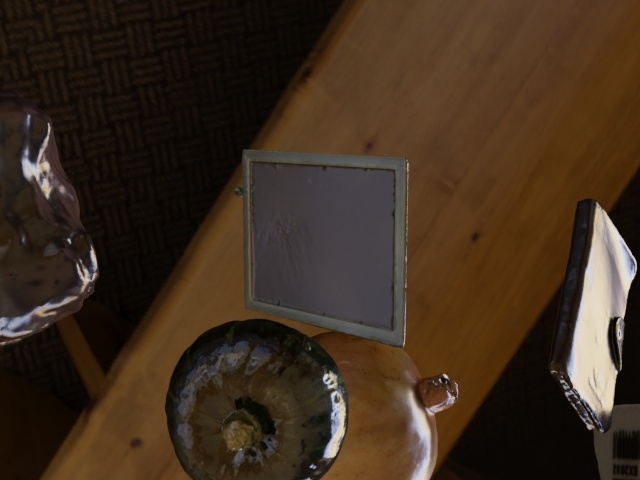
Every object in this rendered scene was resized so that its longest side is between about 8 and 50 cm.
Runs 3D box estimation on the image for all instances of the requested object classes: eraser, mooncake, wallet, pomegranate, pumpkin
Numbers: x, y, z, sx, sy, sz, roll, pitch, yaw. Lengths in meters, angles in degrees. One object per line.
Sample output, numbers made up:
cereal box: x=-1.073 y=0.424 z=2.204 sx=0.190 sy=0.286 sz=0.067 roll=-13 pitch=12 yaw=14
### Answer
eraser: x=0.621 y=0.390 z=1.485 sx=0.150 sy=0.331 sz=0.331 roll=11 pitch=104 yaw=-11
mooncake: x=-0.486 y=-0.041 z=1.329 sx=0.212 sy=0.350 sz=0.381 roll=-18 pitch=101 yaw=-28
wallet: x=0.445 y=0.121 z=1.402 sx=0.197 sy=0.051 sz=0.378 roll=51 pitch=45 yaw=-29
pomegranate: x=0.050 y=0.238 z=1.138 sx=0.270 sy=0.252 sz=0.229 roll=-15 pitch=115 yaw=17
pumpkin: x=-0.057 y=0.151 z=0.769 sx=0.167 sy=0.167 sz=0.125 roll=-52 pitch=154 yaw=1

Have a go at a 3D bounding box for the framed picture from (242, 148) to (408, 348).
framed picture: x=0.000 y=0.000 z=1.029 sx=0.017 sy=0.274 sz=0.217 roll=-9 pitch=104 yaw=-45

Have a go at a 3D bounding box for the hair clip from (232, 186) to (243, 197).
hair clip: x=-0.069 y=-0.045 z=1.548 sx=0.195 sy=0.124 sz=0.052 roll=26 pitch=83 yaw=-2
